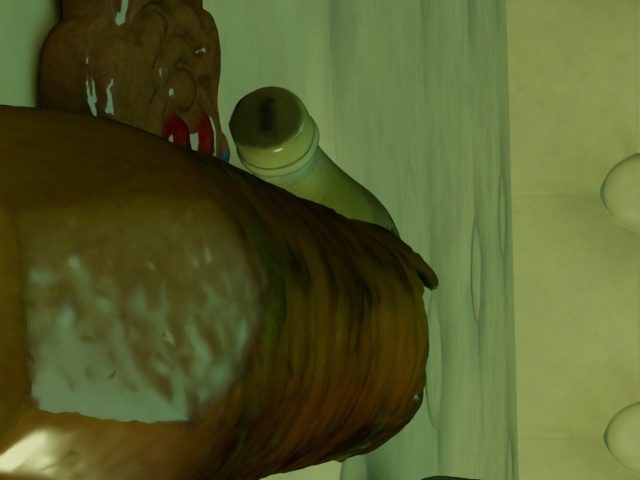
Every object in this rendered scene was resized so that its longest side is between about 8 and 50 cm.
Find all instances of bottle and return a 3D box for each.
[{"bbox_3d":[0.000,0.000,0.754,0.270,0.083,0.083,62,29,-63],"label":"bottle"}]

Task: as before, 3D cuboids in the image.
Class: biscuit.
[{"bbox_3d":[-0.069,-0.057,0.559,0.183,0.043,0.280,-54,145,-75],"label":"biscuit"}]

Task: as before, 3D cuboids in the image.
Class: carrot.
[{"bbox_3d":[-0.038,0.030,0.444,0.302,0.114,0.114,12,77,-68],"label":"carrot"}]

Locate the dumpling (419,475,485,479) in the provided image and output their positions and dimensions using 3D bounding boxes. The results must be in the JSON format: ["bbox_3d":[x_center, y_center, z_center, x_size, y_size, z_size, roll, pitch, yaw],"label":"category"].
[{"bbox_3d":[0.134,0.292,1.145,0.320,0.270,0.212,33,30,-48],"label":"dumpling"}]
